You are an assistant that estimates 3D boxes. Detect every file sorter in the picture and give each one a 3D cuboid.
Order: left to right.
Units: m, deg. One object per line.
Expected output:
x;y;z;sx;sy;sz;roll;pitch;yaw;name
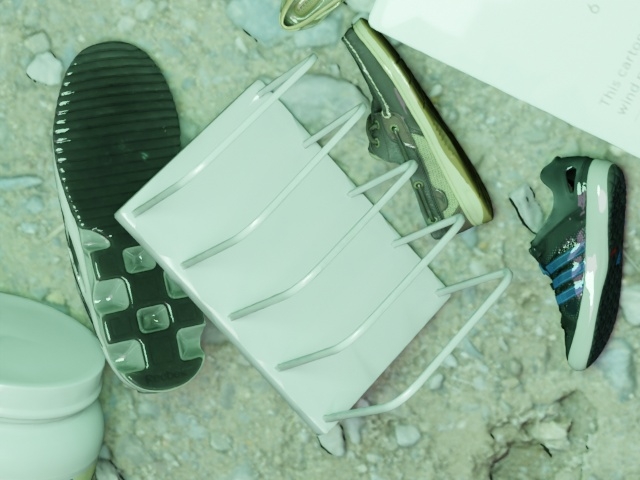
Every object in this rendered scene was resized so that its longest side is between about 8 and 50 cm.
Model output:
0.000;0.000;1.436;0.278;0.173;0.193;48;65;-8;file sorter

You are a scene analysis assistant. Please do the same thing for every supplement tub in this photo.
-0.341;0.234;1.567;0.235;0.235;0.325;18;110;2;supplement tub

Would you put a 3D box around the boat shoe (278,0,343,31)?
0.020;-0.247;1.461;0.153;0.048;0.056;-41;99;18;boat shoe

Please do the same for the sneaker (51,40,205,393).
-0.193;-0.017;1.532;0.122;0.146;0.331;-5;84;-18;sneaker

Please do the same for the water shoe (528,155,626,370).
0.236;0.019;1.517;0.080;0.073;0.203;11;106;27;water shoe

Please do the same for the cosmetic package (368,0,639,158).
0.263;-0.268;1.237;0.327;0.394;0.329;25;110;0;cosmetic package

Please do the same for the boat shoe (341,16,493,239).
0.076;-0.096;1.486;0.073;0.080;0.223;-32;105;11;boat shoe
